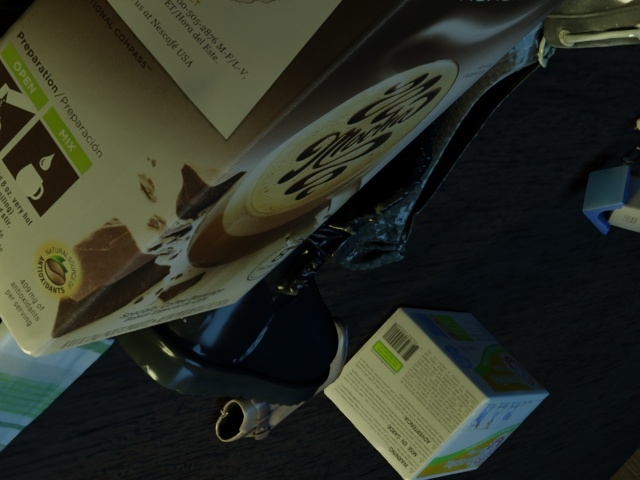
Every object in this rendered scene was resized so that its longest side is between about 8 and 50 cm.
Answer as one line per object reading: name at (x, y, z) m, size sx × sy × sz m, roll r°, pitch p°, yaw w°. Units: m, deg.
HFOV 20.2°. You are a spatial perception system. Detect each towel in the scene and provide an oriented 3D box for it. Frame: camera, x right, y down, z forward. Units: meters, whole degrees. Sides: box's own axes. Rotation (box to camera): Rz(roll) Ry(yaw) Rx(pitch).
towel at (-0.198, 0.093, 1.033) m, size 0.152 × 0.023 × 0.113 m, roll -43°, pitch 159°, yaw 5°

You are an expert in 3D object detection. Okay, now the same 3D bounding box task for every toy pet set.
toy pet set at (0.279, -0.062, 1.648) m, size 0.122 × 0.065 × 0.114 m, roll 104°, pitch 2°, yaw -62°

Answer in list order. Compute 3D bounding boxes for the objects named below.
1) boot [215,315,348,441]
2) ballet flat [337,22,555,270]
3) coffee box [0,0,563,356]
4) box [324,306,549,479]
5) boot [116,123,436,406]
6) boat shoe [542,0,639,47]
boot at (-0.032, 0.111, 1.372) m, size 0.087 × 0.042 × 0.118 m, roll -24°, pitch 153°, yaw -40°
ballet flat at (0.093, -0.074, 1.206) m, size 0.250 × 0.058 × 0.084 m, roll -48°, pitch 161°, yaw 13°
coffee box at (-0.018, -0.090, 0.775) m, size 0.297 × 0.119 × 0.168 m, roll -42°, pitch 166°, yaw 28°
box at (0.108, 0.135, 1.594) m, size 0.103 × 0.114 × 0.203 m, roll -48°, pitch 162°, yaw 13°
boot at (0.000, 0.000, 1.115) m, size 0.207 × 0.094 × 0.246 m, roll -49°, pitch 161°, yaw 13°
boat shoe at (0.259, -0.145, 1.033) m, size 0.108 × 0.301 × 0.102 m, roll -32°, pitch 120°, yaw -53°
